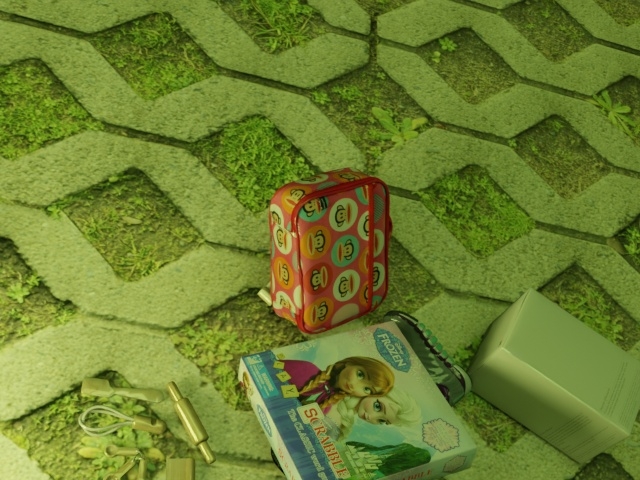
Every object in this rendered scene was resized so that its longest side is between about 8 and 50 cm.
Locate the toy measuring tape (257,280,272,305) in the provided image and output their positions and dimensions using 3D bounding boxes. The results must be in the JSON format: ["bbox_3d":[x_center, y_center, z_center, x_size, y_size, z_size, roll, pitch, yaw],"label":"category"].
[{"bbox_3d":[0.000,0.000,1.909,0.121,0.121,0.330,42,54,7],"label":"toy measuring tape"}]

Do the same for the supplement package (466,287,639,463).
[{"bbox_3d":[0.464,0.267,1.887,0.293,0.177,0.175,34,53,0],"label":"supplement package"}]

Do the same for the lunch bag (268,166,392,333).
[{"bbox_3d":[0.033,0.013,1.818,0.258,0.293,0.120,-18,29,-32],"label":"lunch bag"}]

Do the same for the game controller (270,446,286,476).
[{"bbox_3d":[0.073,0.359,1.725,0.319,0.067,0.166,-19,49,-29],"label":"game controller"}]

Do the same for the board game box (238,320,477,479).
[{"bbox_3d":[0.059,0.302,1.685,0.318,0.065,0.318,-12,46,-24],"label":"board game box"}]

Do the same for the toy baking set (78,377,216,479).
[{"bbox_3d":[-0.300,0.326,1.640,0.197,0.030,0.256,-17,67,-29],"label":"toy baking set"}]

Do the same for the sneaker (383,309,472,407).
[{"bbox_3d":[0.192,0.236,1.860,0.224,0.083,0.098,44,60,7],"label":"sneaker"}]
